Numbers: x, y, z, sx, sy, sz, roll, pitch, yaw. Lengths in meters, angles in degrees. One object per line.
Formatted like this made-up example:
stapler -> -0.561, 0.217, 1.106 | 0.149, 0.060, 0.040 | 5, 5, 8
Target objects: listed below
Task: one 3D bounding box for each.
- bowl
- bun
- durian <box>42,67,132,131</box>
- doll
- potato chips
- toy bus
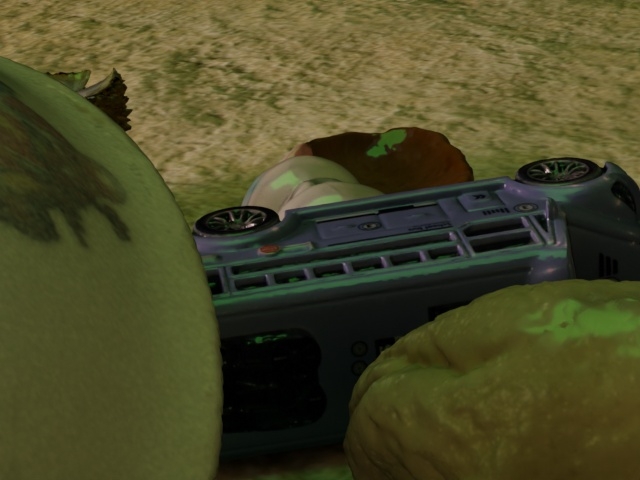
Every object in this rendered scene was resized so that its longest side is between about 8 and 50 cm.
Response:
bowl -> -0.265, 0.045, 0.511 | 0.435, 0.196, 0.435 | -9, 56, 13
bun -> 0.116, 0.098, 0.629 | 0.220, 0.134, 0.220 | 3, -20, 1
durian -> -0.269, -0.057, 1.214 | 0.237, 0.138, 0.193 | 1, 23, 8
doll -> 0.000, 0.002, 1.021 | 0.107, 0.110, 0.181 | -10, 18, -18
potato chips -> 0.049, -0.048, 1.239 | 0.150, 0.049, 0.201 | -3, 17, -8
toy bus -> 0.057, 0.041, 0.871 | 0.292, 0.125, 0.133 | -9, 21, -6
